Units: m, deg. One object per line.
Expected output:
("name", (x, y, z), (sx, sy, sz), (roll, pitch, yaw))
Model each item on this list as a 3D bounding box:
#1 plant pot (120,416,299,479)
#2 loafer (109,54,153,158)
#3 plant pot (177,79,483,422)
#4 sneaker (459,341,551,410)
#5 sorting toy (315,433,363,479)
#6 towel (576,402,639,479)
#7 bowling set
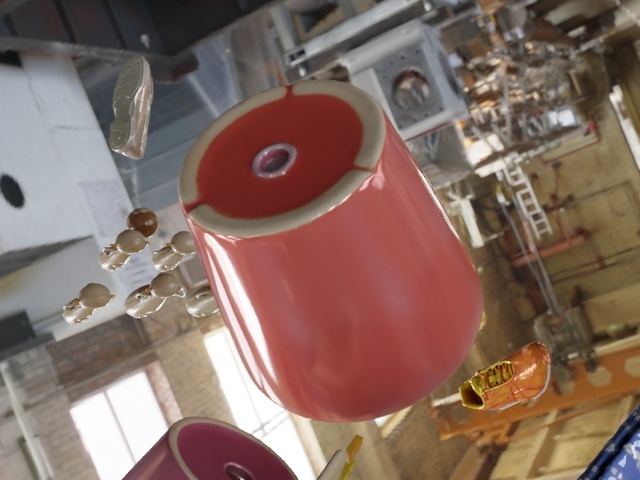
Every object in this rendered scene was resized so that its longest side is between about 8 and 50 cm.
("plant pot", (-0.110, 0.256, 0.673), (0.180, 0.201, 0.201), (-60, 172, 10))
("loafer", (-0.220, -0.157, 0.967), (0.045, 0.125, 0.039), (-5, 160, 29))
("plant pot", (0.000, 0.000, 0.783), (0.274, 0.243, 0.275), (-13, -133, 14))
("sneaker", (0.233, 0.179, 1.029), (0.067, 0.064, 0.175), (2, 148, -20))
("sorting toy", (-0.003, 0.550, 1.720), (0.041, 0.229, 0.307), (23, -149, 17))
("towel", (0.206, 0.291, 0.551), (0.336, 0.243, 0.040), (-43, -163, -21))
("bowling set", (-0.281, 0.026, 1.320), (0.286, 0.200, 0.154), (-4, 164, -35))
